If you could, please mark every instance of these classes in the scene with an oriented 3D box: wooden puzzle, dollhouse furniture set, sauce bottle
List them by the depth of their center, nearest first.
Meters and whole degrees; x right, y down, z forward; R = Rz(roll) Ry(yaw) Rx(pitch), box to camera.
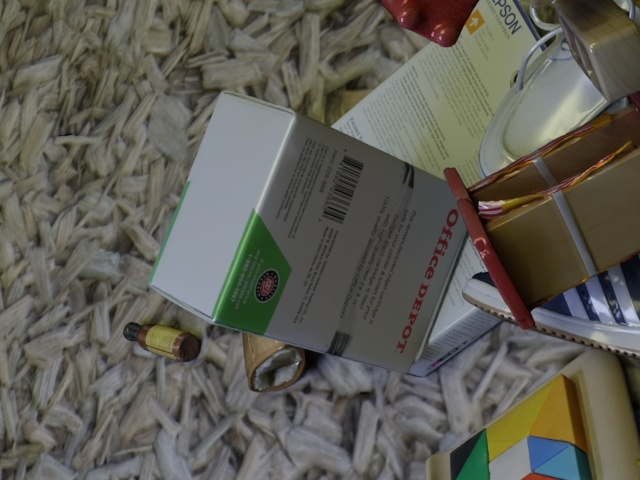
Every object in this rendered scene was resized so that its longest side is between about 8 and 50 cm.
[{"bbox_3d":[0.175,-0.133,1.049,0.201,0.374,0.152,-27,26,9],"label":"dollhouse furniture set"},{"bbox_3d":[0.195,0.224,1.187,0.238,0.044,0.221,-37,23,24],"label":"wooden puzzle"},{"bbox_3d":[-0.217,0.132,1.650,0.128,0.042,0.042,13,84,42],"label":"sauce bottle"}]

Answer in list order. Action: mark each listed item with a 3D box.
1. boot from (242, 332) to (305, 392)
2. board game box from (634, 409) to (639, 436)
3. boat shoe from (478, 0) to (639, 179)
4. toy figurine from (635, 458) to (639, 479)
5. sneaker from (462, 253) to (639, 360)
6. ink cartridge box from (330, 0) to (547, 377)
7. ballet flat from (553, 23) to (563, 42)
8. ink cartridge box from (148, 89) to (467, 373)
[{"bbox_3d":[-0.057,0.014,1.473,0.236,0.089,0.269,103,161,-60],"label":"boot"},{"bbox_3d":[0.280,0.230,1.148,0.133,0.033,0.169,-38,15,21],"label":"board game box"},{"bbox_3d":[0.281,-0.197,1.185,0.367,0.156,0.136,-44,58,-2],"label":"boat shoe"},{"bbox_3d":[0.357,0.251,0.984,0.213,0.209,0.148,22,100,42],"label":"toy figurine"},{"bbox_3d":[0.284,0.030,1.189,0.282,0.099,0.153,14,87,29],"label":"sneaker"},{"bbox_3d":[0.159,-0.069,1.372,0.330,0.071,0.324,-38,54,24],"label":"ink cartridge box"},{"bbox_3d":[0.283,-0.252,1.333,0.068,0.072,0.213,-14,62,60],"label":"ballet flat"},{"bbox_3d":[0.000,0.000,1.247,0.121,0.289,0.211,22,91,46],"label":"ink cartridge box"}]
